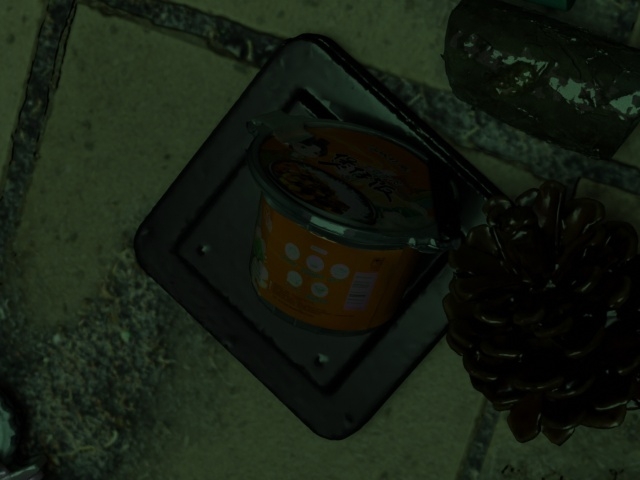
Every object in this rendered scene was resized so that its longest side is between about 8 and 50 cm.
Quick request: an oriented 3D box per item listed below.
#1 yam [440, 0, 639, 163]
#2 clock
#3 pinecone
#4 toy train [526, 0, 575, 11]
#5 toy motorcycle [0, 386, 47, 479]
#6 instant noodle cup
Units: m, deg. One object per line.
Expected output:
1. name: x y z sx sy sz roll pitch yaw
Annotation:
1. yam: 0.189 -0.131 1.462 0.183 0.107 0.107 24 107 15
2. clock: 0.000 0.000 1.581 0.273 0.049 0.279 42 111 8
3. pinecone: 0.184 0.051 1.448 0.212 0.168 0.185 46 71 -28
4. toy train: 0.119 -0.275 1.472 0.248 0.101 0.159 19 121 16
5. toy motorcycle: -0.400 0.280 1.736 0.327 0.143 0.188 -35 96 7
6. instant noodle cup: 0.015 -0.003 1.470 0.208 0.177 0.125 48 133 42
